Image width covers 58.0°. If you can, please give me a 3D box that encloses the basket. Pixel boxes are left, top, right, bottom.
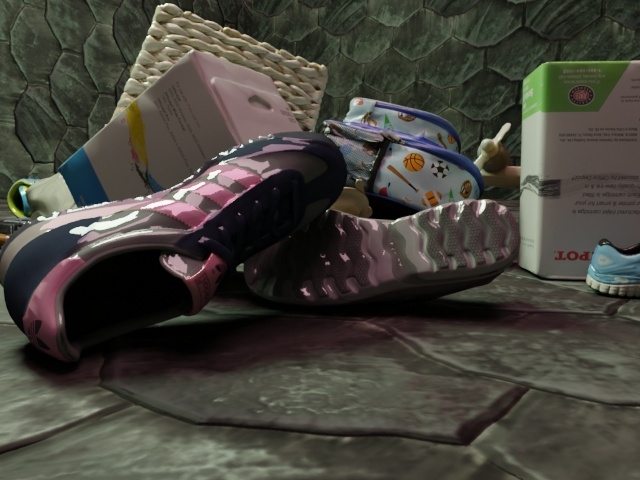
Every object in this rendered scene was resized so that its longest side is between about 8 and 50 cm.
[{"bbox_3d":[-0.190,-0.194,1.060,0.328,0.266,0.331,19,-11,-12],"label":"basket"}]

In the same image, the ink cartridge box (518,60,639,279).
[{"bbox_3d":[0.376,-0.089,0.768,0.198,0.273,0.115,1,5,5],"label":"ink cartridge box"}]

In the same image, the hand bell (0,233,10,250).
[{"bbox_3d":[-0.462,-0.002,0.800,0.242,0.126,0.126,9,2,-31],"label":"hand bell"}]

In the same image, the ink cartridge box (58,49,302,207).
[{"bbox_3d":[-0.147,-0.079,0.697,0.232,0.168,0.171,-32,-8,25],"label":"ink cartridge box"}]

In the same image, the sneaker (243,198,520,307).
[{"bbox_3d":[0.058,0.034,0.602,0.281,0.105,0.115,-3,-29,12],"label":"sneaker"}]

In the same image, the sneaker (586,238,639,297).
[{"bbox_3d":[0.382,0.027,0.633,0.162,0.073,0.063,2,7,16],"label":"sneaker"}]

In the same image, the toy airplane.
[{"bbox_3d":[0.508,-0.137,1.153,0.386,0.272,0.384,-1,7,-12],"label":"toy airplane"}]

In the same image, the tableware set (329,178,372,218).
[{"bbox_3d":[0.000,0.000,0.656,0.168,0.141,0.020,-12,48,11],"label":"tableware set"}]

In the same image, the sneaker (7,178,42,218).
[{"bbox_3d":[-0.599,-0.099,1.407,0.319,0.127,0.208,-8,4,7],"label":"sneaker"}]

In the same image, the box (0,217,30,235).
[{"bbox_3d":[-0.616,-0.031,1.219,0.116,0.029,0.162,4,9,24],"label":"box"}]

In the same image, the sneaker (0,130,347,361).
[{"bbox_3d":[-0.091,0.005,0.487,0.319,0.112,0.131,-27,40,-21],"label":"sneaker"}]

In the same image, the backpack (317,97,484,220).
[{"bbox_3d":[0.125,-0.089,0.928,0.263,0.213,0.276,25,-1,19],"label":"backpack"}]

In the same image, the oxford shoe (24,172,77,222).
[{"bbox_3d":[-0.396,-0.065,0.999,0.169,0.130,0.449,-7,6,-44],"label":"oxford shoe"}]
